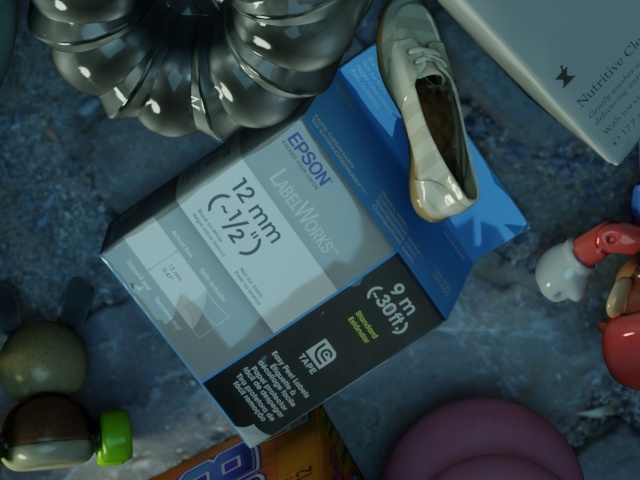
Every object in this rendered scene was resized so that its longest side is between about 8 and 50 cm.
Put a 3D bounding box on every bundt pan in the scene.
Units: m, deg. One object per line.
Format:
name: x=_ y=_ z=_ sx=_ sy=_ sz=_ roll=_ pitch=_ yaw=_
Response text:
bundt pan: x=-0.115 y=-0.219 z=1.398 sx=0.330 sy=0.124 sz=0.331 roll=4 pitch=133 yaw=5

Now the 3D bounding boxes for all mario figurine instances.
mario figurine: x=0.334 y=-0.012 z=1.563 sx=0.198 sy=0.170 sz=0.321 roll=13 pitch=97 yaw=32

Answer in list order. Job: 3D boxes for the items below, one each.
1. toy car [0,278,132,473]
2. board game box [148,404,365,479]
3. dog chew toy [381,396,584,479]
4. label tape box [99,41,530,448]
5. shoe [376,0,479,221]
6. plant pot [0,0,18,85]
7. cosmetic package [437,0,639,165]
toy car: x=-0.275 y=0.134 z=1.582 sx=0.155 sy=0.149 sz=0.188 roll=-4 pitch=80 yaw=-13
board game box: x=-0.072 y=0.437 z=1.537 sx=0.356 sy=0.356 sz=0.356 roll=-27 pitch=105 yaw=6
dog chew toy: x=0.164 y=0.281 z=1.512 sx=0.206 sy=0.332 sz=0.207 roll=0 pitch=106 yaw=-1
label tape box: x=0.000 y=0.000 z=1.540 sx=0.347 sy=0.115 sz=0.249 roll=-33 pitch=105 yaw=9
shoe: x=0.107 y=-0.129 z=1.500 sx=0.076 sy=0.058 sz=0.219 roll=-9 pitch=86 yaw=-34
plant pot: x=-0.403 y=-0.167 z=1.414 sx=0.293 sy=0.293 sz=0.196 roll=-1 pitch=134 yaw=-1
cosmetic package: x=0.191 y=-0.267 z=1.358 sx=0.217 sy=0.156 sz=0.385 roll=-48 pitch=131 yaw=6
